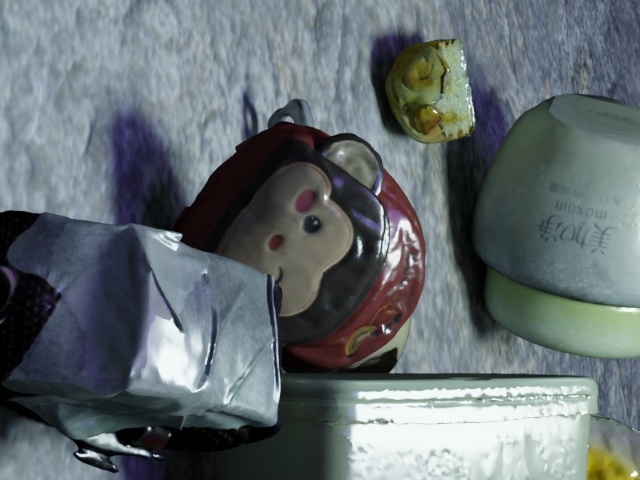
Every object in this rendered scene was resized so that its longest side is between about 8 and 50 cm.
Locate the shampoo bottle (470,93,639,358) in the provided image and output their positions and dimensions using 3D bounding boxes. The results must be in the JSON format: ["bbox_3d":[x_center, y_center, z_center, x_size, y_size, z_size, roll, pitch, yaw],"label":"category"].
[{"bbox_3d":[0.364,-0.024,2.197,0.322,0.322,0.317,-24,126,-66],"label":"shampoo bottle"}]

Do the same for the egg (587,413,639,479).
[{"bbox_3d":[0.241,0.353,1.818,0.340,0.354,0.354,74,10,-85],"label":"egg"}]

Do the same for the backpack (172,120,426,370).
[{"bbox_3d":[-0.013,0.015,1.439,0.139,0.229,0.229,-131,-158,-67],"label":"backpack"}]

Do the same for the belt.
[{"bbox_3d":[-0.140,0.084,1.194,0.289,0.184,0.164,29,61,-55],"label":"belt"}]

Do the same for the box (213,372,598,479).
[{"bbox_3d":[0.073,0.287,1.462,0.352,0.177,0.344,3,89,-41],"label":"box"}]

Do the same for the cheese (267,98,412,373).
[{"bbox_3d":[0.000,0.000,1.602,0.082,0.163,0.286,4,62,-44],"label":"cheese"}]

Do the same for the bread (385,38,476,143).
[{"bbox_3d":[0.138,-0.184,2.051,0.232,0.088,0.128,-22,112,-73],"label":"bread"}]
